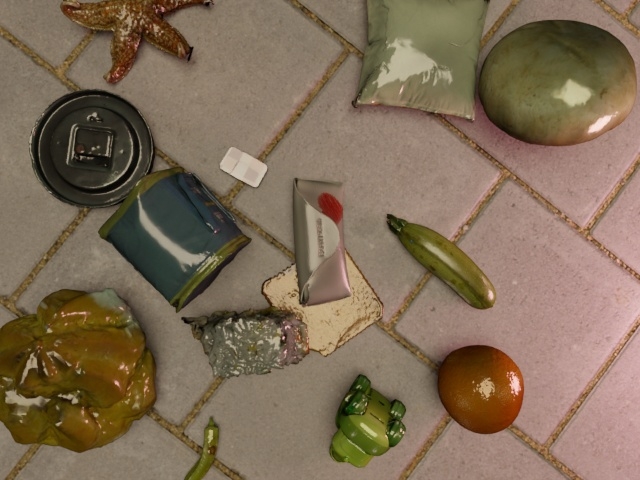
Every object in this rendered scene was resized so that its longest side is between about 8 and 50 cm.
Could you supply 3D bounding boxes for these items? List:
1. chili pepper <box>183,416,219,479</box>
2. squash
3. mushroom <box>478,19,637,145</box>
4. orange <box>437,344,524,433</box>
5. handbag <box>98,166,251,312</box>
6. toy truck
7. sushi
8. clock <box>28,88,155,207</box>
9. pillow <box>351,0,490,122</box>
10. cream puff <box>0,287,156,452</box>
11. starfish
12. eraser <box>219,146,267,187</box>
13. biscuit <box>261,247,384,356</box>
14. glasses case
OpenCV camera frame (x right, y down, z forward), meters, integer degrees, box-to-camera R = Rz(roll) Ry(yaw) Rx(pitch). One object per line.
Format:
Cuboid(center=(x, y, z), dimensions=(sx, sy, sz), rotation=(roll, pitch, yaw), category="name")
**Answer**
Cuboid(center=(-0.279, 0.520, 1.327), dimensions=(0.048, 0.043, 0.208), rotation=(24, 87, -16), category="chili pepper")
Cuboid(center=(0.293, 0.043, 1.360), dimensions=(0.341, 0.094, 0.094), rotation=(41, 86, -1), category="squash")
Cuboid(center=(0.531, -0.350, 1.295), dimensions=(0.351, 0.260, 0.352), rotation=(1, 46, -1), category="mushroom")
Cuboid(center=(0.369, 0.341, 1.309), dimensions=(0.205, 0.206, 0.206), rotation=(0, 88, -4), category="orange")
Cuboid(center=(-0.306, -0.011, 1.232), dimensions=(0.241, 0.263, 0.222), rotation=(43, 100, -4), category="handbag")
Cuboid(center=(0.091, 0.430, 1.283), dimensions=(0.148, 0.187, 0.211), rotation=(37, 86, 3), category="toy truck")
Cuboid(center=(-0.162, 0.223, 1.270), dimensions=(0.273, 0.184, 0.140), rotation=(-6, 88, 4), category="sushi")
Cuboid(center=(-0.526, -0.211, 1.324), dimensions=(0.280, 0.055, 0.281), rotation=(0, 88, -4), category="clock")
Cuboid(center=(0.241, -0.450, 1.355), dimensions=(0.309, 0.119, 0.313), rotation=(6, 88, -2), category="pillow")
Cuboid(center=(-0.538, 0.278, 1.201), dimensions=(0.377, 0.275, 0.379), rotation=(0, 91, -6), category="cream puff")
Cuboid(center=(-0.419, -0.507, 1.317), dimensions=(0.303, 0.113, 0.312), rotation=(36, 83, -2), category="starfish")
Cuboid(center=(-0.183, -0.175, 1.363), dimensions=(0.105, 0.026, 0.065), rotation=(30, 89, -3), category="eraser")
Cuboid(center=(0.008, 0.144, 1.373), dimensions=(0.232, 0.013, 0.237), rotation=(-34, 90, -5), category="biscuit")
Cuboid(center=(0.002, 0.000, 1.331), dimensions=(0.128, 0.083, 0.309), rotation=(-4, 87, -4), category="glasses case")
